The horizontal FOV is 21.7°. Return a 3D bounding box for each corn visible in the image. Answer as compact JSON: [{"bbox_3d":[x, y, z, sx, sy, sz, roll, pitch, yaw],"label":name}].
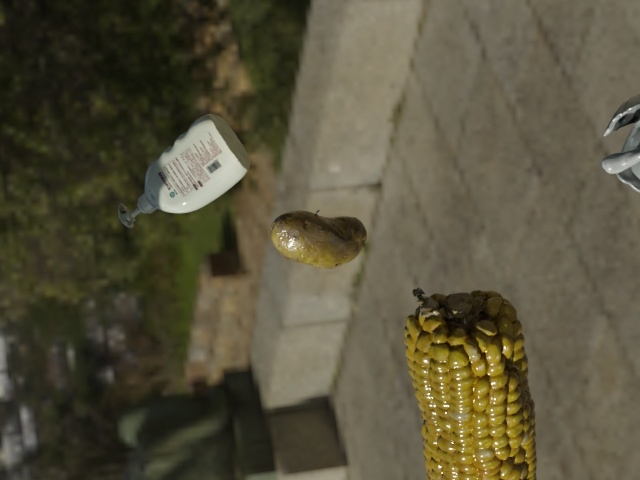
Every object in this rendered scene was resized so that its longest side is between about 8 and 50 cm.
[{"bbox_3d":[0.132,0.179,1.395,0.102,0.102,0.313,-125,22,-57],"label":"corn"}]

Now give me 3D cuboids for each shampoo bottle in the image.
[{"bbox_3d":[-0.147,-0.060,1.722,0.077,0.152,0.045,55,-163,7],"label":"shampoo bottle"}]

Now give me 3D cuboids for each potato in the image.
[{"bbox_3d":[0.000,0.000,1.419,0.045,0.092,0.046,-45,49,43],"label":"potato"}]

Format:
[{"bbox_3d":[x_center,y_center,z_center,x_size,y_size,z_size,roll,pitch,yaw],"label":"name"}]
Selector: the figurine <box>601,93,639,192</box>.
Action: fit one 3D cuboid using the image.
[{"bbox_3d":[0.280,-0.084,1.407,0.086,0.094,0.082,42,-153,-77],"label":"figurine"}]
